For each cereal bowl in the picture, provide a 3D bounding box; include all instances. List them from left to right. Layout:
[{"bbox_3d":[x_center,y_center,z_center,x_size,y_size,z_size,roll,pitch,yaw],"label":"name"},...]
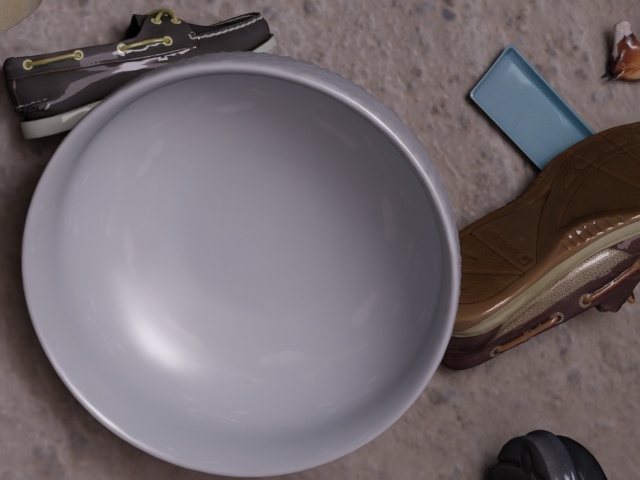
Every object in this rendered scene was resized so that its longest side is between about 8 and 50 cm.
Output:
[{"bbox_3d":[-0.056,0.008,1.224,0.339,0.141,0.339,2,109,7],"label":"cereal bowl"}]

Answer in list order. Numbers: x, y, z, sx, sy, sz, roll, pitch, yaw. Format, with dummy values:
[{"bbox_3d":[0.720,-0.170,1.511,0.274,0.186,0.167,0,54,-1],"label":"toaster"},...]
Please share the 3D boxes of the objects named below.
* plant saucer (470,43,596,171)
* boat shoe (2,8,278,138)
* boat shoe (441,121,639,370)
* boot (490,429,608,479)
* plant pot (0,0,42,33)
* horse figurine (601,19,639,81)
[{"bbox_3d":[0.218,-0.094,1.450,0.192,0.018,0.067,43,75,-17],"label":"plant saucer"},{"bbox_3d":[-0.143,-0.150,1.259,0.227,0.081,0.069,-22,103,-19],"label":"boat shoe"},{"bbox_3d":[0.240,0.008,1.413,0.342,0.123,0.123,-33,137,-17],"label":"boat shoe"},{"bbox_3d":[0.392,0.305,1.454,0.445,0.146,0.367,-12,103,-20],"label":"boot"},{"bbox_3d":[-0.313,-0.277,1.120,0.256,0.256,0.274,-31,119,-20],"label":"plant pot"},{"bbox_3d":[0.395,-0.246,1.487,0.263,0.066,0.174,-14,119,-31],"label":"horse figurine"}]
